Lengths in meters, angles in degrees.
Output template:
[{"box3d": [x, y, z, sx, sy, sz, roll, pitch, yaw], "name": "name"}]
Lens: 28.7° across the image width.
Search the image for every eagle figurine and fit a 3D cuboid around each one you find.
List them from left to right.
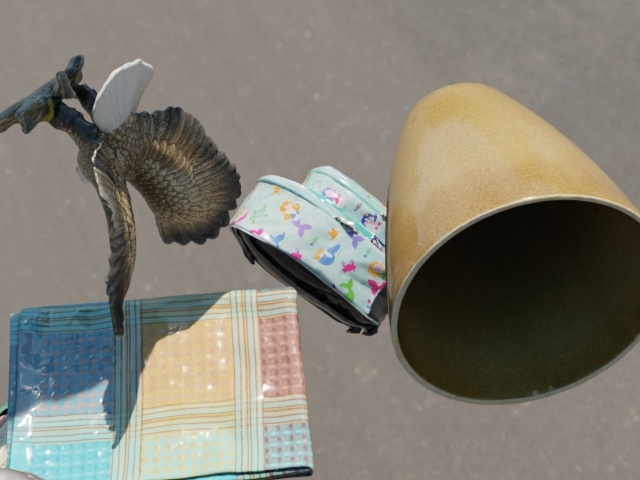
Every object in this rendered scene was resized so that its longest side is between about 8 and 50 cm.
[{"box3d": [-0.231, -0.070, 1.468, 0.226, 0.298, 0.225, -34, 14, 6], "name": "eagle figurine"}]

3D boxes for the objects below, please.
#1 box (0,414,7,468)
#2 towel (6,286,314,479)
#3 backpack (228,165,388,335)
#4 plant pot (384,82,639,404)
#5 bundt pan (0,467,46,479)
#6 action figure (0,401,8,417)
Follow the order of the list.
[{"box3d": [-0.400, 0.348, 1.568, 0.127, 0.148, 0.232, -18, 29, 53], "name": "box"}, {"box3d": [-0.202, 0.184, 1.533, 0.370, 0.040, 0.271, -6, 57, -2], "name": "towel"}, {"box3d": [0.000, 0.000, 1.802, 0.191, 0.253, 0.225, -61, 9, -6], "name": "backpack"}, {"box3d": [0.156, -0.025, 1.126, 0.237, 0.237, 0.254, -28, 40, 13], "name": "plant pot"}, {"box3d": [-0.315, 0.356, 1.151, 0.331, 0.124, 0.331, 3, 64, -5], "name": "bundt pan"}, {"box3d": [-0.448, 0.266, 1.773, 0.232, 0.063, 0.137, -46, -3, 6], "name": "action figure"}]
